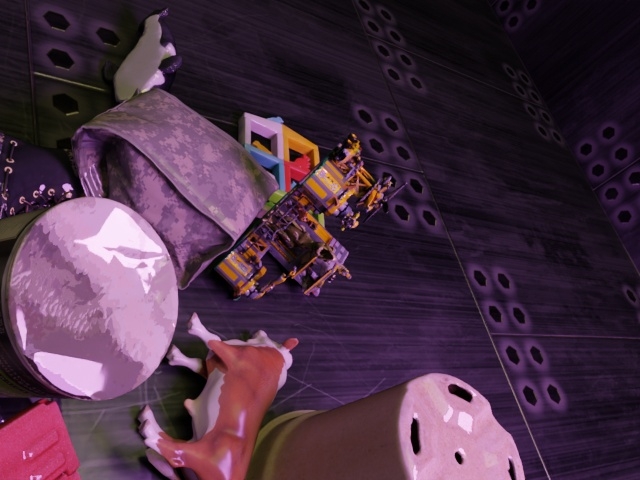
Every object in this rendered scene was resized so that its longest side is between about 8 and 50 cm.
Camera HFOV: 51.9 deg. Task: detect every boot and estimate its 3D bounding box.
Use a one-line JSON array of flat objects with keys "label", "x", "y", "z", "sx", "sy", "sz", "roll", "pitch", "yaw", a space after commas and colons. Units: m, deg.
[{"label": "boot", "x": -0.414, "y": -0.055, "z": 0.945, "sx": 0.178, "sy": 0.085, "sz": 0.237, "roll": 8, "pitch": 55, "yaw": -43}]

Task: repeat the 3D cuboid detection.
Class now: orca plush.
[{"label": "orca plush", "x": -0.331, "y": -0.323, "z": 1.270, "sx": 0.151, "sy": 0.102, "sz": 0.287, "roll": -17, "pitch": 50, "yaw": -1}]

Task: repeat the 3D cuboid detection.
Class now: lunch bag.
[{"label": "lunch bag", "x": -0.242, "y": -0.104, "z": 1.061, "sx": 0.287, "sy": 0.169, "sz": 0.235, "roll": 46, "pitch": 28, "yaw": -10}]

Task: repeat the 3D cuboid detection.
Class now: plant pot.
[{"label": "plant pot", "x": 0.097, "y": 0.345, "z": 0.909, "sx": 0.333, "sy": 0.305, "sz": 0.334, "roll": 25, "pitch": 45, "yaw": -27}]

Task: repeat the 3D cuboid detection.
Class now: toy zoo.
[{"label": "toy zoo", "x": -0.083, "y": -0.153, "z": 1.373, "sx": 0.192, "sy": 0.030, "sz": 0.293, "roll": 21, "pitch": 46, "yaw": -30}]

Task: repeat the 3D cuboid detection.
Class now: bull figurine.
[{"label": "bull figurine", "x": -0.142, "y": 0.222, "z": 0.955, "sx": 0.188, "sy": 0.101, "sz": 0.310, "roll": 31, "pitch": 39, "yaw": -14}]

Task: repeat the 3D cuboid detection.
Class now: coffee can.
[{"label": "coffee can", "x": -0.324, "y": 0.071, "z": 0.720, "sx": 0.201, "sy": 0.275, "sz": 0.202, "roll": 18, "pitch": 67, "yaw": -53}]

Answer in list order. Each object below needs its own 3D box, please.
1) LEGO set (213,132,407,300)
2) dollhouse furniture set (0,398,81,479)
[{"label": "LEGO set", "x": 0.000, "y": 0.000, "z": 1.128, "sx": 0.192, "sy": 0.331, "sz": 0.255, "roll": 45, "pitch": 18, "yaw": -6}, {"label": "dollhouse furniture set", "x": -0.382, "y": 0.273, "z": 0.505, "sx": 0.374, "sy": 0.201, "sz": 0.152, "roll": -33, "pitch": 111, "yaw": -67}]
